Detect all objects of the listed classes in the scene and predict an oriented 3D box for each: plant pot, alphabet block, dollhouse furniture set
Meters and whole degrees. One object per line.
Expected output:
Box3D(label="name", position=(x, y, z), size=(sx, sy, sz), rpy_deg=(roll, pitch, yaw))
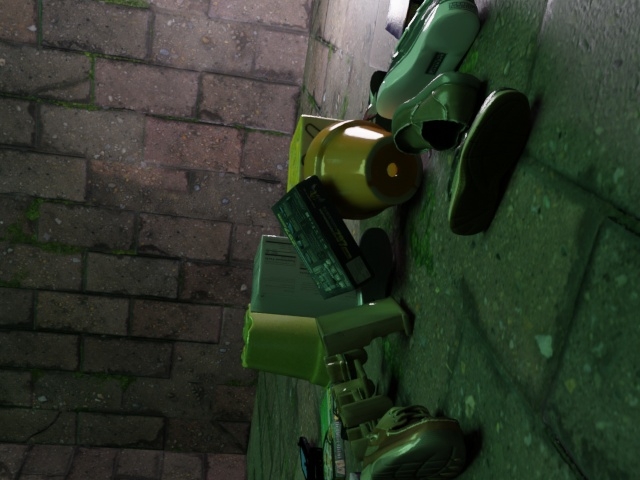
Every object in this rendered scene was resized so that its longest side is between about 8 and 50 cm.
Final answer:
Box3D(label="plant pot", position=(0.097, -0.137, 1.293), size=(0.188, 0.205, 0.205), rpy_deg=(-166, 82, -64))
Box3D(label="plant pot", position=(-0.090, 0.277, 1.869), size=(0.276, 0.254, 0.276), rpy_deg=(-174, 90, -81))
Box3D(label="alphabet block", position=(0.027, -0.182, 1.649), size=(0.193, 0.197, 0.192), rpy_deg=(122, 153, -69))
Box3D(label="dollhouse furniture set", position=(0.100, 0.252, 1.266), size=(0.212, 0.161, 0.242), rpy_deg=(-122, 17, -73))

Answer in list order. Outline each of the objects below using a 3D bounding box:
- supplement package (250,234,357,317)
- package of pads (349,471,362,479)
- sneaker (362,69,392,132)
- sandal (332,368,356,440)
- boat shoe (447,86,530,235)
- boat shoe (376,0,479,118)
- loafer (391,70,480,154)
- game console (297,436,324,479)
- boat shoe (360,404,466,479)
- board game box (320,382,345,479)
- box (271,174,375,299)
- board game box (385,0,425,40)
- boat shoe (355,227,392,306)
Box3D(label="supplement package", position=(-0.030, 0.098, 1.611), size=(0.204, 0.261, 0.145), rpy_deg=(120, 155, -68))
Box3D(label="package of pads", position=(0.089, 0.487, 1.299), size=(0.083, 0.050, 0.032), rpy_deg=(-144, 56, -79))
Box3D(label="sneaker", position=(0.137, -0.295, 1.521), size=(0.077, 0.072, 0.178), rpy_deg=(85, -162, -79))
Box3D(label="sandal", position=(0.053, 0.355, 1.581), size=(0.097, 0.054, 0.254), rpy_deg=(110, 163, -55))
Box3D(label="boat shoe", position=(0.213, -0.110, 0.887), size=(0.073, 0.080, 0.223), rpy_deg=(-103, 17, -49))
Box3D(label="boat shoe", position=(0.178, -0.327, 1.148), size=(0.301, 0.108, 0.102), rpy_deg=(120, 155, -60))
Box3D(label="loafer", position=(0.178, -0.189, 1.086), size=(0.251, 0.094, 0.087), rpy_deg=(131, 148, -73))
Box3D(label="game console", position=(-0.030, 0.678, 1.878), size=(0.361, 0.044, 0.213), rpy_deg=(-164, 79, -81))
Box3D(label="boat shoe", position=(0.128, 0.308, 1.006), size=(0.324, 0.123, 0.116), rpy_deg=(116, 160, -59))
Box3D(label="board game box", position=(0.030, 0.511, 1.697), size=(0.136, 0.030, 0.260), rpy_deg=(104, 168, -46))
Box3D(label="box", position=(0.000, 0.000, 1.327), size=(0.233, 0.059, 0.183), rpy_deg=(60, 158, 1))
Box3D(label="board game box", position=(0.185, -0.497, 1.379), size=(0.170, 0.048, 0.141), rpy_deg=(-104, 23, -64))
Box3D(label="boat shoe", position=(0.101, 0.086, 1.389), size=(0.076, 0.083, 0.226), rpy_deg=(167, 108, -78))
